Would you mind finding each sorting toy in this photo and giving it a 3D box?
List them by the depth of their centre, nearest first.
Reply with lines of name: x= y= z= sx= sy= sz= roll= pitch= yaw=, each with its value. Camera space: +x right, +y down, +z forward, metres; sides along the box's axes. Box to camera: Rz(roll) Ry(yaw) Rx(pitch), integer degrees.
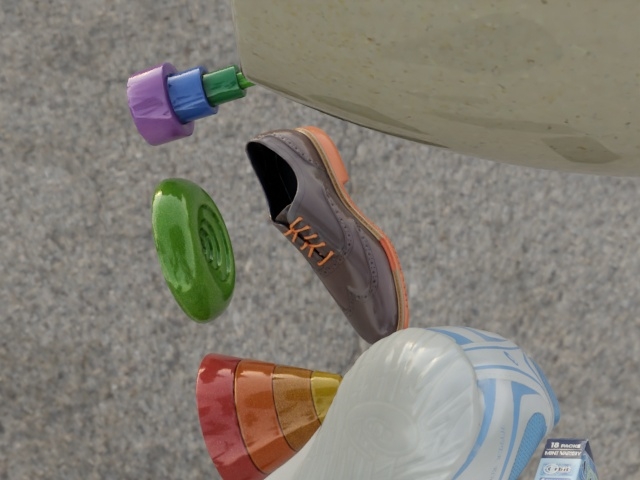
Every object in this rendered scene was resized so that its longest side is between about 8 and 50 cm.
sorting toy: x=-0.054 y=0.019 z=0.826 sx=0.126 sy=0.127 sz=0.365 roll=-15 pitch=88 yaw=13

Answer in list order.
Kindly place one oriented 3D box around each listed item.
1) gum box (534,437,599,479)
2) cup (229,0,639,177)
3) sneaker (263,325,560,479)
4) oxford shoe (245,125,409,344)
gum box: x=0.206 y=0.286 z=0.832 sx=0.041 sy=0.157 sz=0.184 roll=-6 pitch=27 yaw=29
cup: x=0.066 y=-0.177 z=0.475 sx=0.237 sy=0.331 sz=0.331 roll=-9 pitch=59 yaw=-3
sneaker: x=0.005 y=0.126 z=0.409 sx=0.086 sy=0.237 sz=0.085 roll=19 pitch=35 yaw=-37
oxford shoe: x=0.000 y=0.000 z=1.050 sx=0.098 sy=0.097 sz=0.271 roll=-7 pitch=60 yaw=-45
